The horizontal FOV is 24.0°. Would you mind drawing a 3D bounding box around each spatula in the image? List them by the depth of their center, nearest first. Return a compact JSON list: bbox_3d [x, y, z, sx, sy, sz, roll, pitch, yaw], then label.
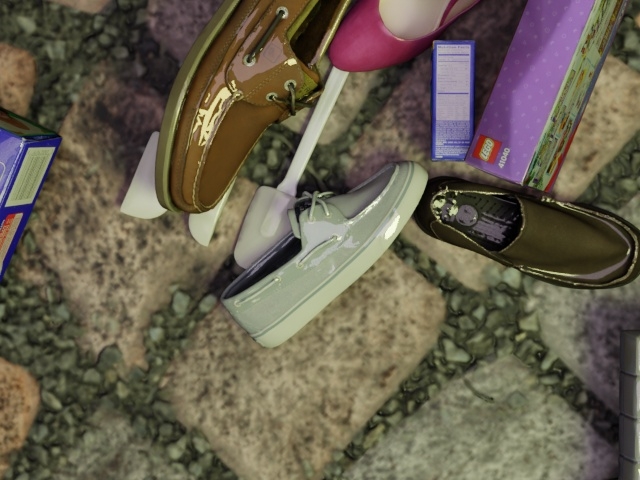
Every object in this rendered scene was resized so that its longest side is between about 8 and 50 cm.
[{"bbox_3d":[-0.067,-0.103,1.432,0.168,0.019,0.242,25,92,6],"label":"spatula"}]

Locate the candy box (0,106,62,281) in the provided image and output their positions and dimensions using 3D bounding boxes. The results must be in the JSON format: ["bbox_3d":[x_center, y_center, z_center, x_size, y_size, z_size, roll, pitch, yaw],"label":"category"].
[{"bbox_3d":[-0.449,-0.043,1.428,0.317,0.122,0.268,25,97,4],"label":"candy box"}]

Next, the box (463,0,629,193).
[{"bbox_3d":[0.216,-0.187,1.296,0.057,0.201,0.293,23,95,15],"label":"box"}]

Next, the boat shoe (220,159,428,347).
[{"bbox_3d":[-0.001,0.000,1.386,0.081,0.079,0.227,41,101,-20],"label":"boat shoe"}]

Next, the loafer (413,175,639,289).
[{"bbox_3d":[0.189,-0.003,1.371,0.220,0.078,0.080,12,94,7],"label":"loafer"}]

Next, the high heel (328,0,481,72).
[{"bbox_3d":[0.109,-0.228,1.350,0.244,0.117,0.082,-27,89,7],"label":"high heel"}]

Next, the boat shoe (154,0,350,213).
[{"bbox_3d":[-0.051,-0.157,1.357,0.104,0.111,0.307,23,92,17],"label":"boat shoe"}]

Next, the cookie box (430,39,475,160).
[{"bbox_3d":[0.120,-0.125,1.368,0.040,0.092,0.107,1,92,4],"label":"cookie box"}]

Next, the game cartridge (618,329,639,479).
[{"bbox_3d":[0.437,0.182,1.326,0.355,0.068,0.230,0,88,-8],"label":"game cartridge"}]

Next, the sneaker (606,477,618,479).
[{"bbox_3d":[0.219,0.368,1.366,0.295,0.124,0.178,-40,96,-3],"label":"sneaker"}]
